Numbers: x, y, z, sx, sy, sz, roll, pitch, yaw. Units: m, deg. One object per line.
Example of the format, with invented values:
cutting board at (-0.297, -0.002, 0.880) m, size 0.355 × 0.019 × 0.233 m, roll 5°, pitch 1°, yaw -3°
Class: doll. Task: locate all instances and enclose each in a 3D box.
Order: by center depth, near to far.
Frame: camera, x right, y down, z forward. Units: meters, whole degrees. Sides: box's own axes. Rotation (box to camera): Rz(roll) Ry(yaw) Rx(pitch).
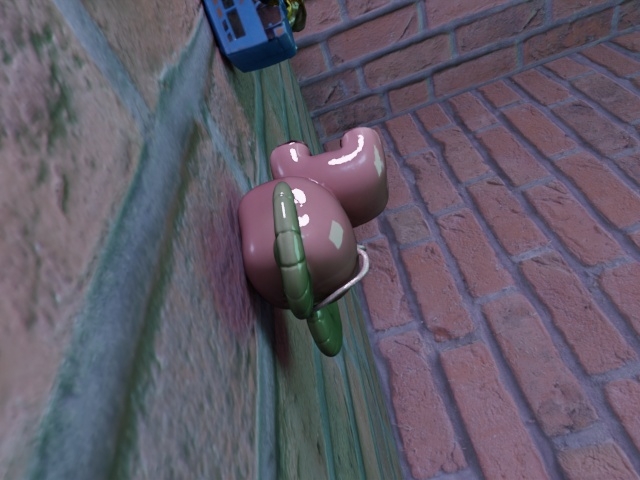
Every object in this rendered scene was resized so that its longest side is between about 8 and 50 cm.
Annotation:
doll at (0.000, 0.000, 0.588) m, size 0.284 × 0.216 × 0.269 m, roll 64°, pitch 16°, yaw -59°

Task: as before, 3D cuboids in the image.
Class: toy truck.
toy truck at (-0.171, -0.548, 0.870) m, size 0.161 × 0.162 × 0.385 m, roll -53°, pitch 123°, yaw -81°

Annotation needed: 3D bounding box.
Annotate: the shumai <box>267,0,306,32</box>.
shumai at (-0.190, -0.647, 1.233) m, size 0.271 × 0.204 × 0.222 m, roll 34°, pitch -18°, yaw 33°
